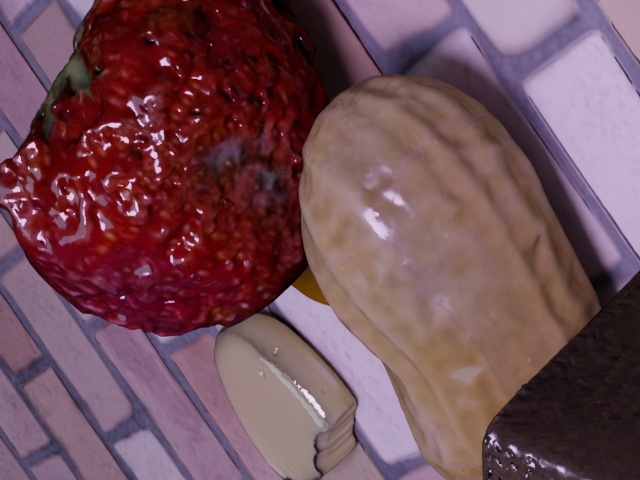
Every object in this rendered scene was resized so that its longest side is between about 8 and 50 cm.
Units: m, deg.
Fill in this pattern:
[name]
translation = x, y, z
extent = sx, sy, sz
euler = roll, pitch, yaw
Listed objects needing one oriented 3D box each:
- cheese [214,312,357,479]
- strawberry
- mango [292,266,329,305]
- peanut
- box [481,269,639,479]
[cheese]
translation = -0.059, 0.085, 1.622
extent = 0.255, 0.050, 0.127
euler = 56, 146, -2
[strawberry]
translation = -0.091, -0.058, 1.374
extent = 0.220, 0.274, 0.274
euler = 31, 145, -3
[mango]
translation = 0.000, 0.000, 1.473
extent = 0.187, 0.066, 0.101
euler = 12, 127, 55
[peanut]
translation = 0.096, 0.045, 1.311
extent = 0.174, 0.158, 0.340
euler = -23, 105, 34
[box]
translation = 0.223, 0.120, 1.118
extent = 0.143, 0.273, 0.184
euler = 25, 137, 31
